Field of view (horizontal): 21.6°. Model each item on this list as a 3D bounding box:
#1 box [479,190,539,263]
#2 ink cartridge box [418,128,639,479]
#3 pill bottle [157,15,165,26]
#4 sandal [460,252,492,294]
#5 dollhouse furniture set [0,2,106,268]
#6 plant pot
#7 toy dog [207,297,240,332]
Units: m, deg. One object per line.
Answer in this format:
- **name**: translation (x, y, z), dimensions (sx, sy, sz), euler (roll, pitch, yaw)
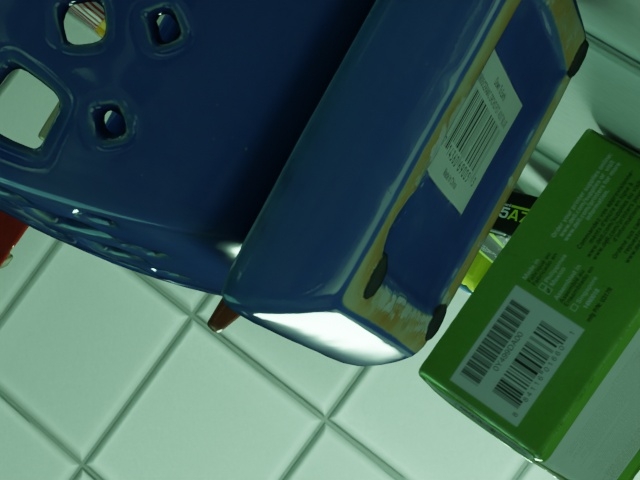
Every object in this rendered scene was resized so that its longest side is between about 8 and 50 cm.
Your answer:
- **box**: translation (0.216, 0.023, 1.350), dimensions (0.184, 0.045, 0.191), euler (19, 167, 44)
- **ink cartridge box**: translation (0.187, 0.064, 1.105), dimensions (0.097, 0.189, 0.255), euler (35, 179, 25)
- **pill bottle**: translation (-0.073, -0.151, 1.596), dimensions (0.131, 0.131, 0.229), euler (36, 179, 19)
- **sandal**: translation (0.121, -0.019, 1.632), dimensions (0.317, 0.126, 0.138), euler (37, -177, 28)
- **dollhouse furniture set**: translation (-0.295, -0.168, 1.645), dimensions (0.201, 0.374, 0.152), euler (35, -176, -8)
- **plant pot**: translation (-0.021, -0.080, 0.714), dimensions (0.212, 0.236, 0.236), euler (29, 177, 18)
- **toy dog**: translation (0.000, 0.000, 1.487), dimensions (0.220, 0.161, 0.333), euler (34, 146, -4)
